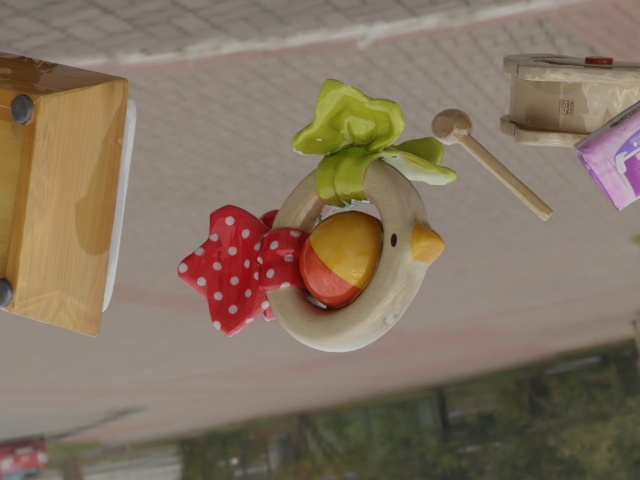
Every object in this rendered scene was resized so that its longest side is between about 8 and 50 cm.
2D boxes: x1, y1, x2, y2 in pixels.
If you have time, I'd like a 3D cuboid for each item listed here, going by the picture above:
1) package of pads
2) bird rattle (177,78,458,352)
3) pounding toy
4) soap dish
[{"bbox_3d":[0.208,-0.062,0.833,0.083,0.050,0.032,-35,-167,5],"label":"package of pads"},{"bbox_3d":[0.000,0.000,1.088,0.253,0.207,0.143,-45,136,12],"label":"bird rattle"},{"bbox_3d":[0.254,-0.108,1.319,0.269,0.155,0.154,5,-167,14],"label":"pounding toy"},{"bbox_3d":[-0.310,-0.056,1.175,0.291,0.229,0.118,15,-169,31],"label":"soap dish"}]
